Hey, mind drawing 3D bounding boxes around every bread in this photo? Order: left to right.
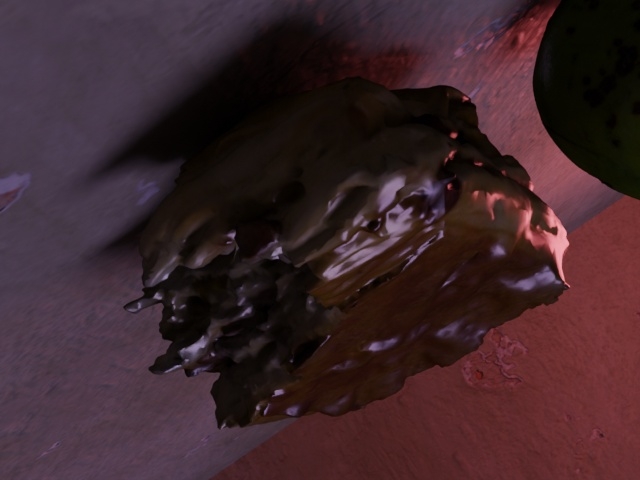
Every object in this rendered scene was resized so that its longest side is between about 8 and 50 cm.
[{"bbox_3d":[0.000,0.000,0.941,0.314,0.191,0.370,-34,158,24],"label":"bread"}]

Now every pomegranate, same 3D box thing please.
[{"bbox_3d":[0.316,-0.152,1.088,0.254,0.254,0.270,-21,151,-47],"label":"pomegranate"}]
